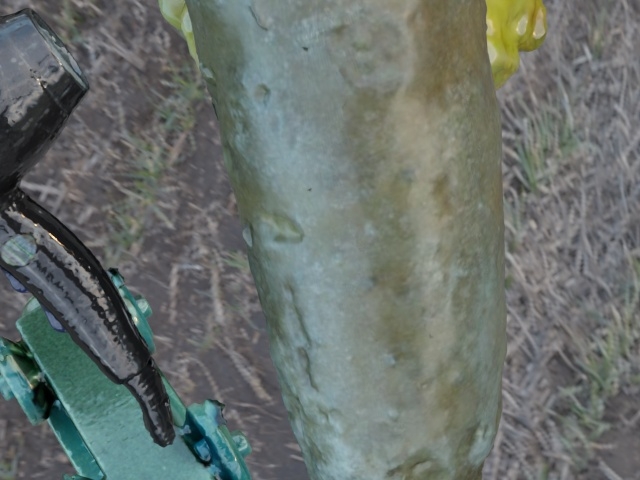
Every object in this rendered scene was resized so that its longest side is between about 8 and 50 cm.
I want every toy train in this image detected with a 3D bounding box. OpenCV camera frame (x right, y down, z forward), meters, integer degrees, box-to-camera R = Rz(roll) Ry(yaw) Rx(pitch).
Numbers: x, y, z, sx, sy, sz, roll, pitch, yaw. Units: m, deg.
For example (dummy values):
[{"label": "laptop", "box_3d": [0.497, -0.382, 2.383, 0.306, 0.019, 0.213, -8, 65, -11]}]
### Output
[{"label": "toy train", "box_3d": [-0.121, 0.154, 0.870, 0.120, 0.194, 0.298, -31, 42, -13]}]

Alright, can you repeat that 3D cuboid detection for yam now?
[{"label": "yam", "box_3d": [0.017, -0.022, 0.560, 0.133, 0.133, 0.330, -2, 109, 19]}]

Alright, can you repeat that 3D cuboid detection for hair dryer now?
[{"label": "hair dryer", "box_3d": [-0.142, 0.029, 0.554, 0.195, 0.219, 0.075, -37, 26, 3]}]

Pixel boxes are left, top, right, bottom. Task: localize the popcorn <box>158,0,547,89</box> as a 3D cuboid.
[{"label": "popcorn", "box_3d": [0.031, -0.247, 1.109, 0.294, 0.292, 0.334, 22, 72, 49]}]
